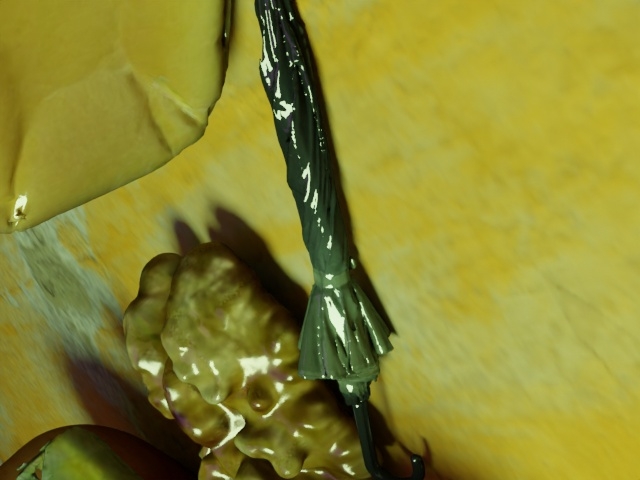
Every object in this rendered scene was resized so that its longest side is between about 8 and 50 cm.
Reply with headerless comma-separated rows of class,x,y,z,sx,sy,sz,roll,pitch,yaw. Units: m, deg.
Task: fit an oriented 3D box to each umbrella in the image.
umbrella,-0.005,0.000,0.479,0.044,0.044,0.269,0,122,28

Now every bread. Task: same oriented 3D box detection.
bread,-0.107,-0.123,0.403,0.107,0.136,0.241,43,150,30

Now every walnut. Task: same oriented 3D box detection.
walnut,-0.038,0.083,0.595,0.170,0.069,0.143,57,153,-8

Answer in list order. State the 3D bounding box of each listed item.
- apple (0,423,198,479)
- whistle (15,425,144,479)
apple,-0.157,0.220,0.839,0.199,0.199,0.199,40,150,30
whistle,-0.052,0.237,0.724,0.326,0.057,0.068,42,131,-4
